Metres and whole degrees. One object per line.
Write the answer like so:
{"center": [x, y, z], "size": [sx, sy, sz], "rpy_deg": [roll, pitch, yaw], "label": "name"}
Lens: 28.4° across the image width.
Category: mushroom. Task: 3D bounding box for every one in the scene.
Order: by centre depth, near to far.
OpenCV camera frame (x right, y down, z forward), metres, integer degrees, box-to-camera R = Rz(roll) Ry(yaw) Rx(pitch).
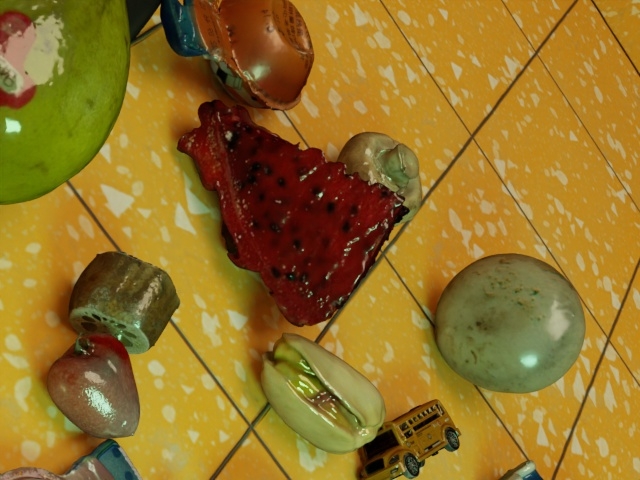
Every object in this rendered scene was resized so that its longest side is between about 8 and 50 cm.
{"center": [0.100, -0.098, 2.032], "size": [0.166, 0.127, 0.166], "rpy_deg": [24, 56, -42], "label": "mushroom"}
{"center": [0.313, 0.149, 2.077], "size": [0.243, 0.244, 0.243], "rpy_deg": [31, 45, -37], "label": "mushroom"}

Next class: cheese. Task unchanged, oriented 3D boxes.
{"center": [-0.268, 0.306, 1.326], "size": [0.188, 0.074, 0.286], "rpy_deg": [60, 29, -4], "label": "cheese"}
{"center": [-0.116, -0.295, 1.867], "size": [0.329, 0.129, 0.216], "rpy_deg": [6, 62, -58], "label": "cheese"}

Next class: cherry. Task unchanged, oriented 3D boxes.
{"center": [-0.258, 0.165, 1.426], "size": [0.106, 0.087, 0.126], "rpy_deg": [-8, 87, -54], "label": "cherry"}

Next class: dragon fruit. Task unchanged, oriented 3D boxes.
{"center": [-0.061, -0.037, 1.818], "size": [0.329, 0.228, 0.286], "rpy_deg": [28, 4, 3], "label": "dragon fruit"}

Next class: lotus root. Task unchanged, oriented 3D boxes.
{"center": [-0.234, 0.080, 1.496], "size": [0.122, 0.112, 0.081], "rpy_deg": [20, 55, -3], "label": "lotus root"}

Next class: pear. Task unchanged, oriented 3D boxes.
{"center": [-0.341, -0.206, 1.381], "size": [0.287, 0.287, 0.375], "rpy_deg": [39, 69, -29], "label": "pear"}

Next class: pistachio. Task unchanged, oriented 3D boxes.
{"center": [-0.003, 0.208, 1.706], "size": [0.200, 0.117, 0.145], "rpy_deg": [37, 2, -20], "label": "pistachio"}

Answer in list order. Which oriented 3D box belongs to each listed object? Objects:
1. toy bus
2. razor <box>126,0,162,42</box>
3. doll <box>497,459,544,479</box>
{"center": [0.120, 0.295, 1.823], "size": [0.194, 0.083, 0.088], "rpy_deg": [-16, 76, -57], "label": "toy bus"}
{"center": [-0.296, -0.381, 1.738], "size": [0.189, 0.107, 0.326], "rpy_deg": [48, 36, -20], "label": "razor"}
{"center": [0.357, 0.467, 1.968], "size": [0.215, 0.161, 0.257], "rpy_deg": [-27, 72, -42], "label": "doll"}
